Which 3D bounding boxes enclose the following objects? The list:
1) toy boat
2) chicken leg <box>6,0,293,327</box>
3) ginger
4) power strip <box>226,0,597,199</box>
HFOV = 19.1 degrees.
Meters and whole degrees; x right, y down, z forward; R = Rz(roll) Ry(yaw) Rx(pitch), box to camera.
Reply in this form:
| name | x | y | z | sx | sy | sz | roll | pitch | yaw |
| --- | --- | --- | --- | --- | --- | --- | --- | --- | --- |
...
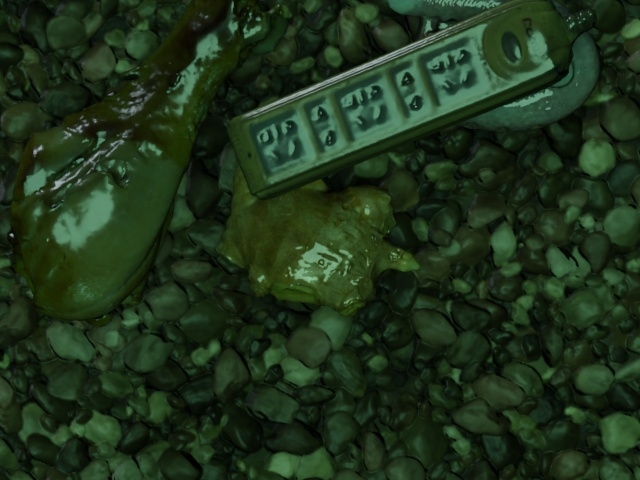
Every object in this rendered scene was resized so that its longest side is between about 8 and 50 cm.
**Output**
| name | x | y | z | sx | sy | sz | roll | pitch | yaw |
| --- | --- | --- | --- | --- | --- | --- | --- | --- | --- |
| toy boat | 0.171 | -0.187 | 1.932 | 0.227 | 0.085 | 0.155 | 12 | 99 | 3 |
| chicken leg | -0.176 | -0.104 | 1.961 | 0.201 | 0.153 | 0.429 | 36 | 94 | -14 |
| ginger | 0.000 | 0.000 | 1.971 | 0.216 | 0.102 | 0.157 | 16 | 72 | 8 |
| power strip | 0.092 | -0.148 | 1.885 | 0.387 | 0.066 | 0.092 | -22 | 86 | 12 |
